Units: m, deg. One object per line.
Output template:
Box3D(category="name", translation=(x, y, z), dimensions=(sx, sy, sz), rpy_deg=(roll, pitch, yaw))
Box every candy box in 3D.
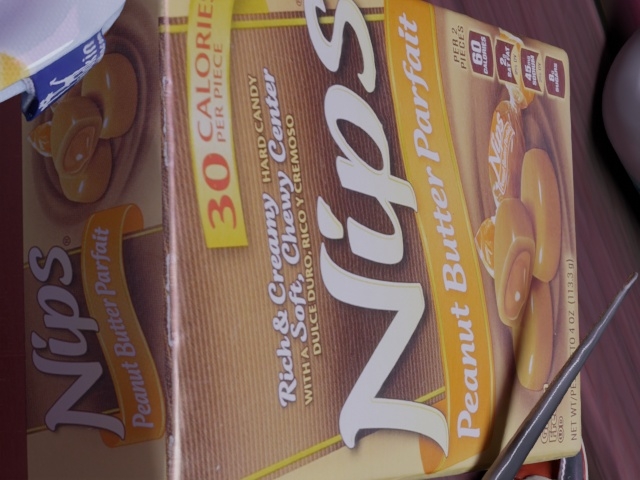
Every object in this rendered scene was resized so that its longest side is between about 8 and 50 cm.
Box3D(category="candy box", translation=(0.000, 0.000, 0.673), dimensions=(0.316, 0.088, 0.183), rpy_deg=(5, 82, -60))

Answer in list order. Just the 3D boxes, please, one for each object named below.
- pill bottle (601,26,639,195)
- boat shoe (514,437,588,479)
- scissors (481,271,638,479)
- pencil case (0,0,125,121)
Box3D(category="pill bottle", translation=(0.283, -0.025, 1.099), dimensions=(0.264, 0.146, 0.146), rpy_deg=(51, 44, -43))
Box3D(category="boat shoe", translation=(0.096, 0.137, 0.856), dimensions=(0.043, 0.049, 0.137), rpy_deg=(33, 63, -51))
Box3D(category="scissors", translation=(0.041, 0.136, 0.681), dimensions=(0.297, 0.021, 0.109), rpy_deg=(-45, 140, -30))
Box3D(category="pencil case", translation=(-0.149, -0.149, 0.425), dimensions=(0.124, 0.113, 0.273), rpy_deg=(-40, 122, -32))
